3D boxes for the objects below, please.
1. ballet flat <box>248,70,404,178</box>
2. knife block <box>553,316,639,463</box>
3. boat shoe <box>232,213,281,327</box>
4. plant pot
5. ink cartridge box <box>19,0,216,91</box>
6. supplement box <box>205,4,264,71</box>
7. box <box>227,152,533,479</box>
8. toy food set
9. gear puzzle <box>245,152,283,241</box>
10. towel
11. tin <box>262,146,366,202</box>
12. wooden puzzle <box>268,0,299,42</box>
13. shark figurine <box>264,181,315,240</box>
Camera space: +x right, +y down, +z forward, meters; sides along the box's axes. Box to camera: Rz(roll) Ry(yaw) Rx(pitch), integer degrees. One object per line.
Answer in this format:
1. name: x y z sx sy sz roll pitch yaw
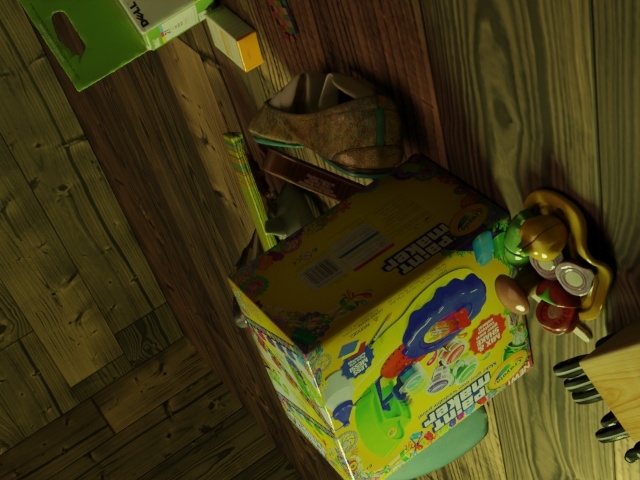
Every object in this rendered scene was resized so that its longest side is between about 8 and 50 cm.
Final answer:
1. ballet flat: 0.003 -0.165 1.329 0.348 0.123 0.123 29 148 61
2. knife block: 0.310 0.112 0.967 0.242 0.088 0.275 37 155 48
3. boat shoe: -0.112 0.052 1.860 0.103 0.092 0.285 45 -154 -25
4. plant pot: 0.096 0.277 1.640 0.290 0.195 0.290 41 158 21
5. ink cartridge box: -0.315 -0.376 1.556 0.189 0.255 0.097 56 173 3
6. supplement box: -0.131 -0.310 1.556 0.098 0.036 0.062 44 160 37
7. box: 0.084 0.102 1.249 0.177 0.290 0.279 40 158 44
8. toy food set: 0.236 0.043 1.083 0.128 0.071 0.218 47 162 31
9. gear puzzle: -0.066 0.002 1.810 0.175 0.044 0.339 -74 -41 -76
10. towel: -0.113 -0.072 1.728 0.102 0.021 0.237 -144 34 -73
11. tin: 0.009 -0.079 1.406 0.190 0.040 0.106 23 -171 9
12. wooden puzzle: -0.051 -0.306 1.383 0.049 0.006 0.083 31 149 57
13. shark figurine: 0.005 0.024 1.694 0.278 0.116 0.166 65 -163 -1
